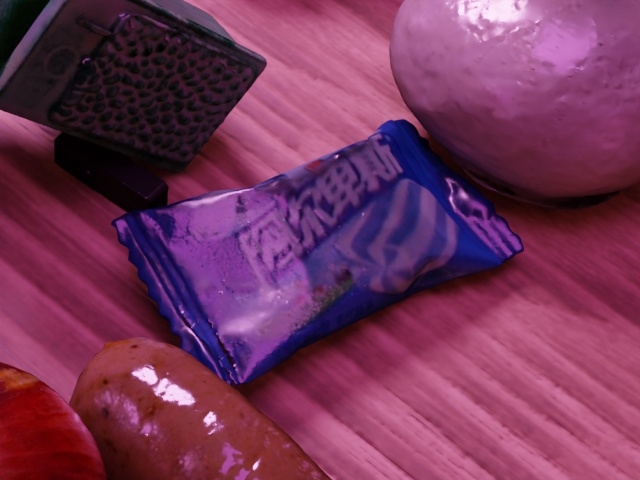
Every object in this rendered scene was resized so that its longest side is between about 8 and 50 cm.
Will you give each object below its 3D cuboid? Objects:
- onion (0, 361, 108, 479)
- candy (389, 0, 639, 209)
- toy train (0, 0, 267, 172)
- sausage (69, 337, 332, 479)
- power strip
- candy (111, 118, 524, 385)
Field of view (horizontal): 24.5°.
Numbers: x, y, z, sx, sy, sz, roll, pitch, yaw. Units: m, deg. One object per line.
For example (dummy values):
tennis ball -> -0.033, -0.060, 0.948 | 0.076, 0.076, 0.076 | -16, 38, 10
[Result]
onion -> -0.264, 0.188, 0.978 | 0.248, 0.161, 0.248 | 1, 85, -7
candy -> 0.213, -0.167, 1.333 | 0.295, 0.185, 0.295 | 8, 49, -9
toy train -> -0.194, -0.185, 1.251 | 0.266, 0.145, 0.202 | 19, 26, -52
sausage -> -0.003, 0.248, 0.996 | 0.136, 0.123, 0.501 | -48, 66, 10
power strip -> -0.182, -0.058, 1.272 | 0.111, 0.038, 0.029 | 32, 54, 17
candy -> 0.000, 0.000, 1.236 | 0.331, 0.077, 0.187 | -22, 61, -28
